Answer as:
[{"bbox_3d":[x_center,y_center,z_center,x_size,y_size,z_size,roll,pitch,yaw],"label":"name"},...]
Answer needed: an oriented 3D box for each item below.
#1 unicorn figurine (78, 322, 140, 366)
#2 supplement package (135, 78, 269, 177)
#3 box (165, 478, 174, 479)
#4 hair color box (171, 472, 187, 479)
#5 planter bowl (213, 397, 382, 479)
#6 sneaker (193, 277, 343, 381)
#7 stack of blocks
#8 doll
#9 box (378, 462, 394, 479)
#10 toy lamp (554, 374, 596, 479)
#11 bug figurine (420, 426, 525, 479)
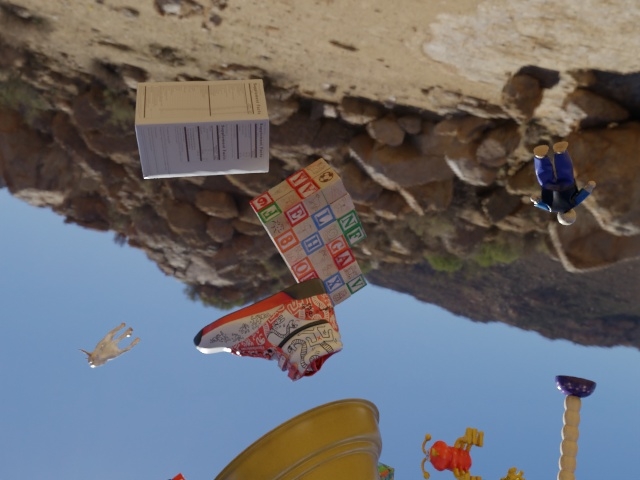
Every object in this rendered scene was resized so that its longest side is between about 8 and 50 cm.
[{"bbox_3d":[-0.437,0.221,1.353,0.060,0.111,0.162,54,156,-2],"label":"unicorn figurine"},{"bbox_3d":[-0.227,-0.218,1.269,0.243,0.134,0.139,-3,-132,-9],"label":"supplement package"},{"bbox_3d":[-0.216,0.394,0.954,0.083,0.062,0.052,-2,180,40],"label":"box"},{"bbox_3d":[-0.349,0.669,1.703,0.072,0.043,0.141,44,158,32],"label":"hair color box"},{"bbox_3d":[-0.007,0.262,0.640,0.217,0.217,0.090,7,-146,-45],"label":"planter bowl"},{"bbox_3d":[-0.090,0.180,1.106,0.270,0.145,0.090,-26,166,18],"label":"sneaker"},{"bbox_3d":[0.000,0.000,1.345,0.087,0.171,0.297,52,172,48],"label":"stack of blocks"},{"bbox_3d":[0.496,-0.109,1.337,0.129,0.189,0.046,-9,-146,24],"label":"doll"},{"bbox_3d":[-0.021,0.622,1.571,0.289,0.177,0.279,11,-172,36],"label":"box"},{"bbox_3d":[0.427,0.377,1.118,0.080,0.275,0.080,13,165,4],"label":"toy lamp"},{"bbox_3d":[0.216,0.427,0.950,0.216,0.279,0.072,29,149,-33],"label":"bug figurine"}]
